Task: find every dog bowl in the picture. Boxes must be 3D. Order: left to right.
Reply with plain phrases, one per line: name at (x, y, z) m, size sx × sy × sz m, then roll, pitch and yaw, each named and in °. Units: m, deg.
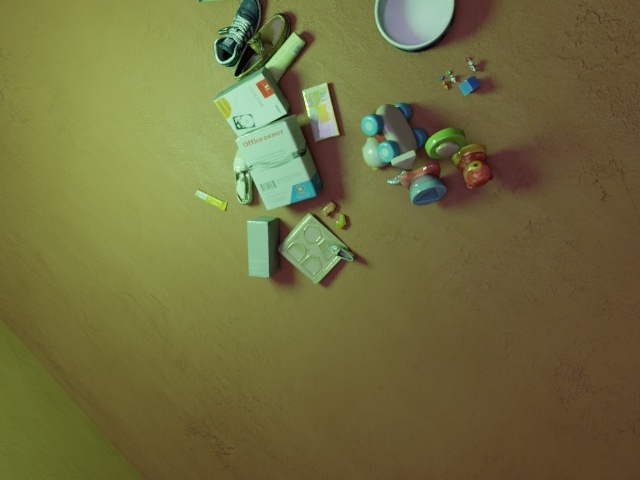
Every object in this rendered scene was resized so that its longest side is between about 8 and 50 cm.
dog bowl at (0.327, -0.791, 1.621) m, size 0.265 × 0.104 × 0.264 m, roll 4°, pitch 103°, yaw 18°

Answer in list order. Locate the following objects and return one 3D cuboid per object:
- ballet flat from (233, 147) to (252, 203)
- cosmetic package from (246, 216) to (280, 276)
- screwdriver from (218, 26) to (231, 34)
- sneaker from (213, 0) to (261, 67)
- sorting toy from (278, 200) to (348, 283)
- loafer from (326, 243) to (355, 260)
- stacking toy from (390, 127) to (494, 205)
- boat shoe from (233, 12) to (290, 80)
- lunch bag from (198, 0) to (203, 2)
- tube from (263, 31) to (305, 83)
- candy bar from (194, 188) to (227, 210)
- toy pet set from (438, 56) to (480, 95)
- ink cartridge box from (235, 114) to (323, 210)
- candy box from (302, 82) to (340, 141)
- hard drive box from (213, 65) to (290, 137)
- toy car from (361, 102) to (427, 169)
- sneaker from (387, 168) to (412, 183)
ballet flat at (-0.324, -0.268, 1.963) m, size 0.086 × 0.086 × 0.248 m, roll 0°, pitch 101°, yaw 19°
cosmetic package at (-0.236, 0.024, 1.971) m, size 0.107 × 0.127 × 0.237 m, roll 1°, pitch 100°, yaw 18°
screwdriver at (-0.329, -0.850, 1.882) m, size 0.170 × 0.025 × 0.024 m, roll -8°, pitch 98°, yaw 11°
sneaker at (-0.318, -0.796, 1.803) m, size 0.099 × 0.153 × 0.282 m, roll 28°, pitch 112°, yaw -1°
sorting toy at (0.000, 0.000, 1.937) m, size 0.229 × 0.041 × 0.307 m, roll 43°, pitch 104°, yaw 3°
loafer at (0.080, 0.048, 1.884) m, size 0.125 × 0.039 × 0.045 m, roll 24°, pitch 102°, yaw 7°
stacking toy at (0.414, -0.229, 1.609) m, size 0.309 × 0.280 × 0.130 m, roll -27°, pitch 61°, yaw 25°
boat shoe at (-0.226, -0.737, 1.819) m, size 0.111 × 0.104 × 0.307 m, roll 39°, pitch 110°, yaw 7°
lunch bag at (-0.359, -1.041, 1.776) m, size 0.263 × 0.160 × 0.223 m, roll -6°, pitch 96°, yaw 2°
tube at (-0.156, -0.693, 1.828) m, size 0.070 × 0.062 × 0.240 m, roll 47°, pitch 112°, yaw 8°
candy bar at (-0.483, -0.181, 2.069) m, size 0.162 × 0.018 × 0.040 m, roll 26°, pitch 105°, yaw 12°
toy pet set at (0.489, -0.560, 1.635) m, size 0.122 × 0.065 × 0.114 m, roll -34°, pitch 89°, yaw 22°
ink cartridge box at (-0.154, -0.301, 1.835) m, size 0.223 × 0.129 × 0.307 m, roll -14°, pitch 112°, yaw 22°
candy box at (0.004, -0.496, 1.833) m, size 0.105 × 0.027 × 0.205 m, roll -11°, pitch 97°, yaw 23°
hard drive box at (-0.267, -0.538, 1.847) m, size 0.232 × 0.089 × 0.181 m, roll -23°, pitch 122°, yaw 22°
toy car at (0.218, -0.357, 1.728) m, size 0.238 × 0.219 × 0.210 m, roll -31°, pitch 90°, yaw 50°
sneaker at (0.300, -0.249, 1.782) m, size 0.098 × 0.038 × 0.069 m, roll -3°, pitch 99°, yaw 10°
